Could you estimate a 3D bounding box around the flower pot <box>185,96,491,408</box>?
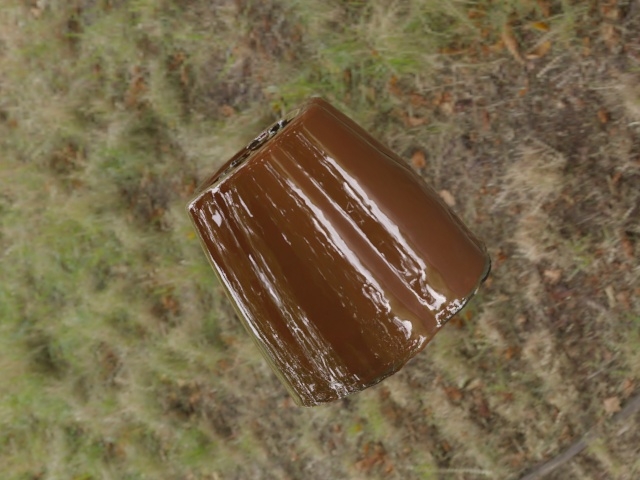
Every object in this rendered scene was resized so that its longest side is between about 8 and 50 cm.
[{"bbox_3d":[0.000,0.000,0.715,0.190,0.191,0.173,-31,106,40],"label":"flower pot"}]
